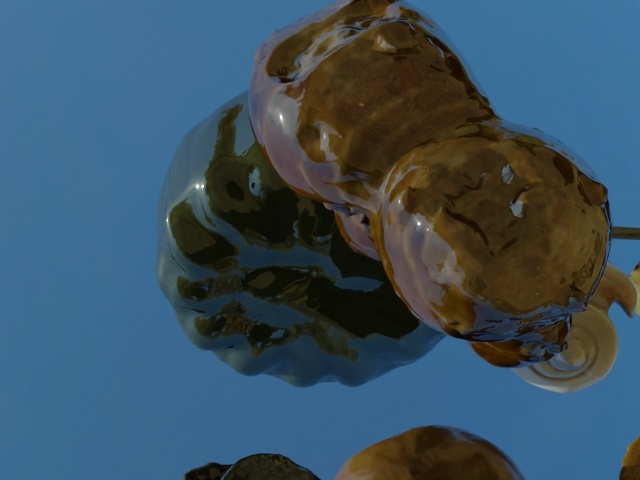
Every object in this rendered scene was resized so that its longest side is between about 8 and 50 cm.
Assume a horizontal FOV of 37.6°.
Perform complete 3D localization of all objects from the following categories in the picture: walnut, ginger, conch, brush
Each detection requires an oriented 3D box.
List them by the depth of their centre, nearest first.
[{"bbox_3d":[0.072,-0.050,0.688,0.152,0.274,0.357,-43,-118,2],"label":"ginger"},{"bbox_3d":[0.115,0.294,0.874,0.203,0.203,0.297,-61,-40,-28],"label":"walnut"},{"bbox_3d":[0.257,0.064,1.075,0.127,0.158,0.255,30,-161,-20],"label":"conch"},{"bbox_3d":[0.383,-0.006,1.373,0.248,0.036,0.043,2,-156,6],"label":"brush"}]

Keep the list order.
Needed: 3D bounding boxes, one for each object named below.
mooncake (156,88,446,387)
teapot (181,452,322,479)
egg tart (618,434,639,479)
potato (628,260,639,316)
[{"bbox_3d":[0.000,0.000,1.012,0.357,0.356,0.194,12,-142,-17],"label":"mooncake"},{"bbox_3d":[-0.085,0.333,0.711,0.270,0.337,0.200,51,-156,3],"label":"teapot"},{"bbox_3d":[0.375,0.292,0.920,0.215,0.170,0.215,5,-131,-6],"label":"egg tart"},{"bbox_3d":[0.658,0.109,1.568,0.229,0.229,0.266,-25,-122,-28],"label":"potato"}]
